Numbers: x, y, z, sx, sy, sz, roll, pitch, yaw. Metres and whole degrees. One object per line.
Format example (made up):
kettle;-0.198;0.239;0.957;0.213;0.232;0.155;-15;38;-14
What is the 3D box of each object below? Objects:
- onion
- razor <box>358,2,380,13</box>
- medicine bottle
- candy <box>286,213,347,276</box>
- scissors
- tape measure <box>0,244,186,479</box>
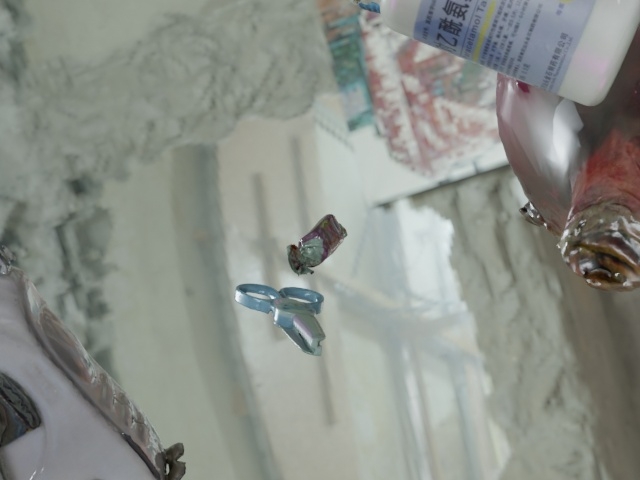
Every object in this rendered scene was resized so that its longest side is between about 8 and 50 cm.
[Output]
onion;0.277;-0.083;1.073;0.385;0.347;0.348;-49;-59;-45
razor;0.103;-0.270;1.564;0.082;0.253;0.042;11;-86;-48
medicine bottle;0.100;-0.159;0.831;0.103;0.186;0.103;23;-90;-84
candy;0.000;0.000;1.650;0.045;0.043;0.175;57;-157;-5
scissors;-0.035;0.101;1.837;0.256;0.125;0.030;-135;53;-71
tape measure;-0.243;0.126;0.978;0.236;0.197;0.120;53;-176;-18
